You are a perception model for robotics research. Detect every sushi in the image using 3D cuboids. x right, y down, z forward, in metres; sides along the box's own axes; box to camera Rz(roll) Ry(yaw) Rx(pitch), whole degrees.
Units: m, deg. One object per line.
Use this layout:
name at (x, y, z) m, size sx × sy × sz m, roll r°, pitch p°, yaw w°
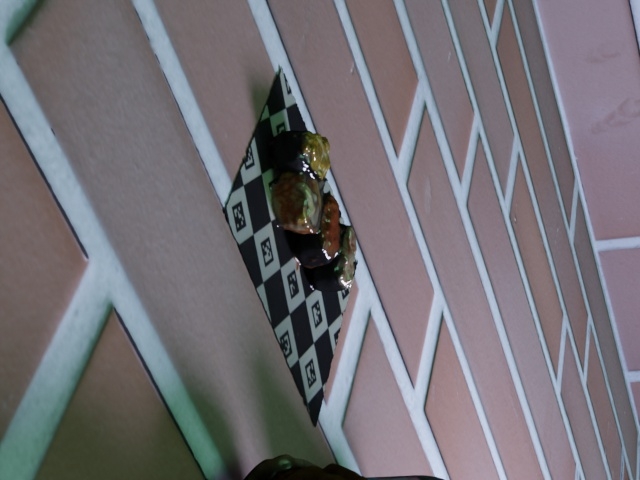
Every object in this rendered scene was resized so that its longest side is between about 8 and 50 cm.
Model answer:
sushi at (0.000, 0.000, 1.417) m, size 0.264 × 0.050 × 0.290 m, roll -73°, pitch 150°, yaw -47°

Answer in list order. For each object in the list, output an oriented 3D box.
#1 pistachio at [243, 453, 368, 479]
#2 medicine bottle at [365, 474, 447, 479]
pistachio at (-0.021, 0.272, 1.170) m, size 0.210 × 0.130 × 0.165 m, roll -36°, pitch 98°, yaw -48°
medicine bottle at (0.094, 0.296, 1.381) m, size 0.119 × 0.188 × 0.094 m, roll 51°, pitch 38°, yaw -56°
